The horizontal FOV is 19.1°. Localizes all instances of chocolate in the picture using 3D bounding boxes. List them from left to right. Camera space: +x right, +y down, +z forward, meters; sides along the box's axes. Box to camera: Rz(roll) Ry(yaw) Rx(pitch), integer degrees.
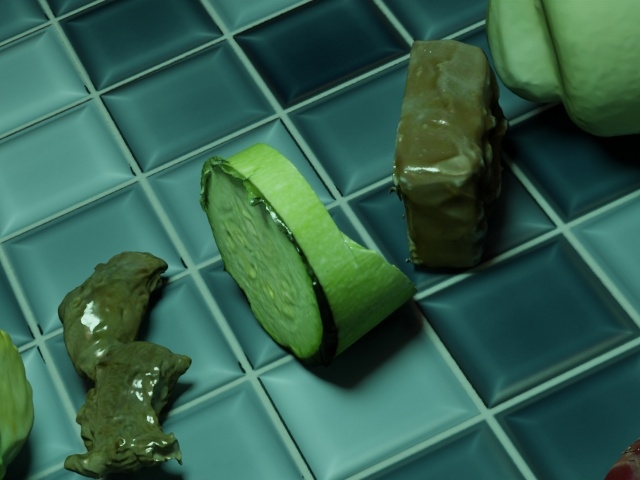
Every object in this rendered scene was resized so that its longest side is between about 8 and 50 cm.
[{"bbox_3d":[0.129,-0.088,1.841,0.093,0.148,0.214,3,48,13],"label":"chocolate"},{"bbox_3d":[0.304,-0.266,1.817,0.297,0.326,0.314,-5,0,3],"label":"chocolate"}]

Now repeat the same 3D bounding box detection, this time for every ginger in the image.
[{"bbox_3d":[-0.185,0.104,1.786,0.122,0.084,0.290,-18,42,9],"label":"ginger"}]

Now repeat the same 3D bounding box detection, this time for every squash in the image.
[{"bbox_3d":[-0.012,-0.003,1.746,0.133,0.220,0.220,-34,46,-13],"label":"squash"}]

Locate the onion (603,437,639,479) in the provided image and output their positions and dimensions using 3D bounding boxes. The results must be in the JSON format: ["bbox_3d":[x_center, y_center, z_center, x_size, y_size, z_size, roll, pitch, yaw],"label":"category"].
[{"bbox_3d":[0.296,0.255,1.401,0.252,0.219,0.252,1,82,-4],"label":"onion"}]

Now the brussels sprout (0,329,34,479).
[{"bbox_3d":[-0.433,0.158,1.679,0.344,0.268,0.344,-7,37,5],"label":"brussels sprout"}]
